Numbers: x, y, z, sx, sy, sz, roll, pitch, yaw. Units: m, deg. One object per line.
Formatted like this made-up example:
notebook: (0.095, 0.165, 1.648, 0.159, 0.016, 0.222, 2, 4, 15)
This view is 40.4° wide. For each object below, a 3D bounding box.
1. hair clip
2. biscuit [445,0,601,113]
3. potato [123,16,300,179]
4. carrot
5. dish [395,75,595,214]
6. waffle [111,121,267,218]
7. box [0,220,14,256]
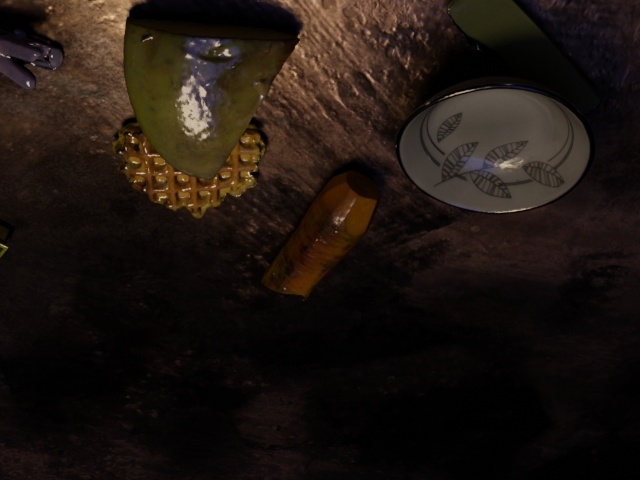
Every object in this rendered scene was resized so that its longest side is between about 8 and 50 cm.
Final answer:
hair clip: (-0.526, -0.316, 1.300, 0.278, 0.090, 0.137, 19, 120, -18)
biscuit: (0.321, -0.293, 1.374, 0.099, 0.038, 0.322, -36, 124, 28)
potato: (-0.176, -0.203, 1.353, 0.269, 0.112, 0.255, 5, 115, -3)
carrot: (0.000, 0.000, 1.589, 0.114, 0.114, 0.302, 22, 129, -20)
dish: (0.283, -0.175, 1.416, 0.316, 0.106, 0.316, 8, 147, 5)
waffle: (-0.219, -0.145, 1.493, 0.243, 0.059, 0.238, 34, 119, -31)
box: (-0.695, -0.016, 1.586, 0.220, 0.064, 0.141, 30, 125, -28)
